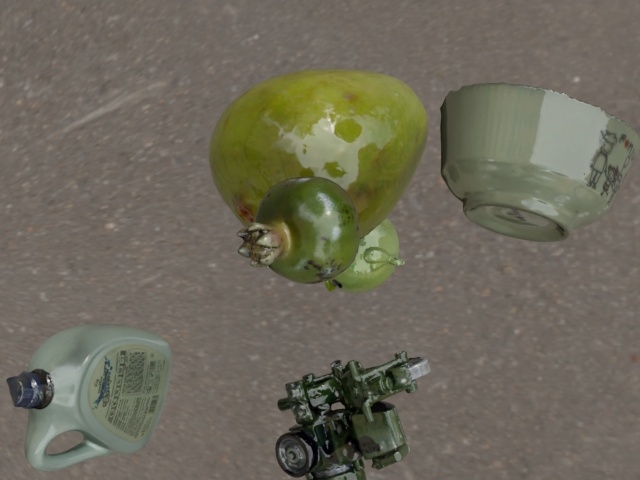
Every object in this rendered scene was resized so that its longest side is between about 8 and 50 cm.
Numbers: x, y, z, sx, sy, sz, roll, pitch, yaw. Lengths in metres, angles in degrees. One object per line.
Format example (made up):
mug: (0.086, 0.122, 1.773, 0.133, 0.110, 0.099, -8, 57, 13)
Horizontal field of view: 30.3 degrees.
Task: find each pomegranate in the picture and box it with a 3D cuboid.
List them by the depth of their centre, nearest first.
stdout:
pomegranate: (-0.026, -0.007, 1.183, 0.142, 0.114, 0.115, -16, 95, -47)

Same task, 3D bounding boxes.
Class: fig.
fig: (0.014, -0.124, 1.642, 0.326, 0.258, 0.258, -29, 99, -26)

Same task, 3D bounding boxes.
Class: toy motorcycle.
toy motorcycle: (0.052, 0.282, 1.815, 0.127, 0.275, 0.205, -17, 89, -59)

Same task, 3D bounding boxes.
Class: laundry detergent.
laundry detergent: (-0.344, 0.227, 1.695, 0.280, 0.105, 0.215, 0, 107, -60)

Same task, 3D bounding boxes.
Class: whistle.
whistle: (0.000, 0.011, 1.828, 0.141, 0.294, 0.141, -9, 101, -56)

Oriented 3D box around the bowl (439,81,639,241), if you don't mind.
bowl: (0.213, -0.068, 1.208, 0.211, 0.211, 0.112, 20, 76, -21)
